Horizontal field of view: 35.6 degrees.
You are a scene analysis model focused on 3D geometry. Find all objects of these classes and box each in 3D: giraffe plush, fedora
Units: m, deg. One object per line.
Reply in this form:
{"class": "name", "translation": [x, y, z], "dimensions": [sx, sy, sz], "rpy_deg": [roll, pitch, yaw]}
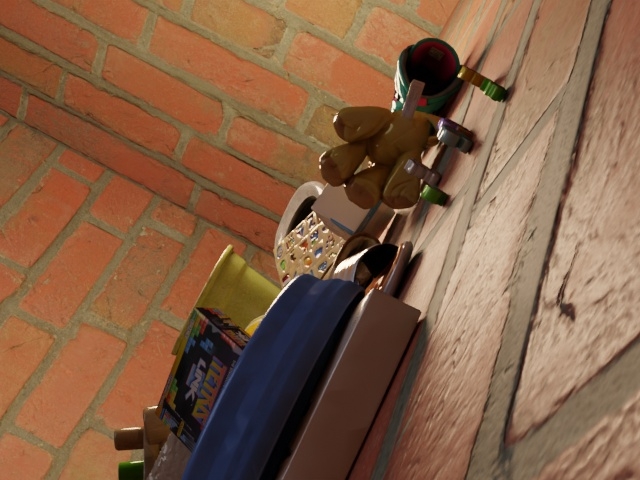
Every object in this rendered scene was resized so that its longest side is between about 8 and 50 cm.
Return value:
{"class": "giraffe plush", "translation": [0.110, -0.149, 1.593], "dimensions": [0.210, 0.181, 0.170], "rpy_deg": [-54, -5, 4]}
{"class": "fedora", "translation": [0.000, 0.000, 2.282], "dimensions": [0.244, 0.124, 0.275], "rpy_deg": [-66, 21, 10]}

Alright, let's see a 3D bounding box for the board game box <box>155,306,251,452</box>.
{"class": "board game box", "translation": [-0.142, 0.196, 1.324], "dimensions": [0.141, 0.048, 0.170], "rpy_deg": [34, 109, 43]}

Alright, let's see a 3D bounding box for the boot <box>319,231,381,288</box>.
{"class": "boot", "translation": [-0.009, 0.137, 1.657], "dimensions": [0.269, 0.089, 0.236], "rpy_deg": [-57, 5, 50]}

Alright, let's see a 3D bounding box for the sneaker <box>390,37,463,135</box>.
{"class": "sneaker", "translation": [0.195, -0.313, 1.844], "dimensions": [0.178, 0.123, 0.295], "rpy_deg": [113, 174, -48]}

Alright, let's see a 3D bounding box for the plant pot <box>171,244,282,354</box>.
{"class": "plant pot", "translation": [-0.157, 0.190, 2.226], "dimensions": [0.276, 0.254, 0.276], "rpy_deg": [-61, 2, 4]}

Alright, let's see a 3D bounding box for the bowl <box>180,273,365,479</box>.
{"class": "bowl", "translation": [-0.063, 0.216, 1.128], "dimensions": [0.391, 0.077, 0.391], "rpy_deg": [24, -90, -81]}

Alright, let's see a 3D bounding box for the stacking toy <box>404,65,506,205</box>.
{"class": "stacking toy", "translation": [0.173, -0.142, 1.308], "dimensions": [0.167, 0.052, 0.221], "rpy_deg": [-62, 3, 14]}

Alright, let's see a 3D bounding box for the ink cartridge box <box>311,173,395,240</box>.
{"class": "ink cartridge box", "translation": [0.061, -0.048, 1.710], "dimensions": [0.090, 0.092, 0.143], "rpy_deg": [-56, -22, -6]}

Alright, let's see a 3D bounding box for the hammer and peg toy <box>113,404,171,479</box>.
{"class": "hammer and peg toy", "translation": [-0.266, 0.421, 1.595], "dimensions": [0.361, 0.127, 0.266], "rpy_deg": [93, 172, -55]}

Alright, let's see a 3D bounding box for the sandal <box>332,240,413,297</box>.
{"class": "sandal", "translation": [0.045, 0.072, 1.322], "dimensions": [0.102, 0.076, 0.265], "rpy_deg": [-64, 3, -29]}

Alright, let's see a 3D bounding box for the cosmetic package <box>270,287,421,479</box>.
{"class": "cosmetic package", "translation": [0.017, 0.170, 0.997], "dimensions": [0.239, 0.060, 0.099], "rpy_deg": [-63, 3, -18]}

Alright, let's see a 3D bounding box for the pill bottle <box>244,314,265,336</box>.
{"class": "pill bottle", "translation": [-0.103, 0.236, 1.924], "dimensions": [0.136, 0.136, 0.246], "rpy_deg": [-62, 2, 11]}

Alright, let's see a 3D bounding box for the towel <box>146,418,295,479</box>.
{"class": "towel", "translation": [-0.149, 0.328, 1.389], "dimensions": [0.049, 0.187, 0.282], "rpy_deg": [17, -78, -57]}

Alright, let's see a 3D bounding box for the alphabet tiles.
{"class": "alphabet tiles", "translation": [-0.013, 0.034, 2.122], "dimensions": [0.237, 0.009, 0.198], "rpy_deg": [-42, 47, 35]}
